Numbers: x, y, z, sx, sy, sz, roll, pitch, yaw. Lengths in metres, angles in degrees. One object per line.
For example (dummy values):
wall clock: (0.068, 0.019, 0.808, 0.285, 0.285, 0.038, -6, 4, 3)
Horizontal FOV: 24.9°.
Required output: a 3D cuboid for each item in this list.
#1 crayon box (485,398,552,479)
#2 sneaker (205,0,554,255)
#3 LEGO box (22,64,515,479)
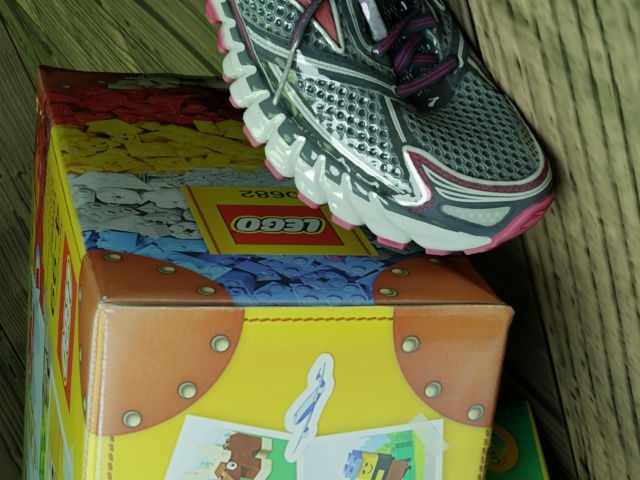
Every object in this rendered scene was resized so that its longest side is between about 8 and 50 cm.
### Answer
crayon box: (0.121, 0.248, 0.837, 0.278, 0.081, 0.165, -94, -13, -54)
sneaker: (0.002, -0.122, 0.668, 0.299, 0.121, 0.112, 51, 136, 7)
LEGO box: (-0.071, 0.188, 0.859, 0.372, 0.193, 0.500, -123, 36, -64)
